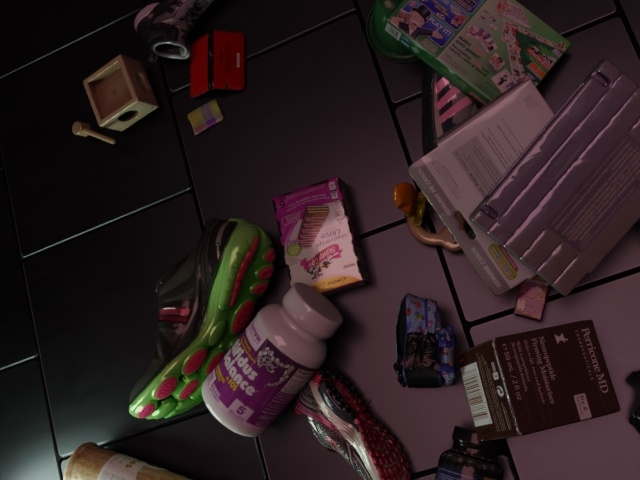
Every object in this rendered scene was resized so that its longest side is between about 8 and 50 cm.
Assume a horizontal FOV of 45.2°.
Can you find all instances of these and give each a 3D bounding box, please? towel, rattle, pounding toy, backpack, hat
[{"bbox_3d":[-0.272,-0.292,1.819,0.083,0.009,0.060,-29,72,11],"label":"towel"},{"bbox_3d":[0.252,-0.040,1.531,0.130,0.143,0.200,-37,64,-10],"label":"rattle"},{"bbox_3d":[-0.499,-0.311,1.861,0.206,0.094,0.181,-28,78,22],"label":"pounding toy"},{"bbox_3d":[0.205,0.192,1.500,0.116,0.158,0.174,-1,68,10],"label":"backpack"},{"bbox_3d":[0.151,-0.498,1.617,0.208,0.183,0.173,43,96,20],"label":"hat"}]

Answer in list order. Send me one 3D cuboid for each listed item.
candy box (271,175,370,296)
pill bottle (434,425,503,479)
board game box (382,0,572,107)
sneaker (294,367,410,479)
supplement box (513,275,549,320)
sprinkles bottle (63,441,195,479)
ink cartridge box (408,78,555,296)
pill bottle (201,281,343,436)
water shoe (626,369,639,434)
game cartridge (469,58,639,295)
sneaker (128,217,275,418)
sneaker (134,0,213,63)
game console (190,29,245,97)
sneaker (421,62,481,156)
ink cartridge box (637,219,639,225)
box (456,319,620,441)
[{"bbox_3d":[0.000,0.000,1.641,0.159,0.071,0.234,-18,76,15],"label":"candy box"},{"bbox_3d":[0.271,0.466,1.436,0.122,0.123,0.219,12,80,20],"label":"pill bottle"},{"bbox_3d":[0.314,-0.410,1.546,0.317,0.046,0.213,40,76,5],"label":"board game box"},{"bbox_3d":[0.067,0.400,1.534,0.112,0.120,0.299,-49,62,22],"label":"sneaker"},{"bbox_3d":[0.412,0.111,1.496,0.054,0.043,0.083,14,85,20],"label":"supplement box"},{"bbox_3d":[-0.375,0.538,1.648,0.355,0.121,0.121,12,84,20],"label":"sprinkles bottle"},{"bbox_3d":[0.355,-0.097,1.449,0.271,0.130,0.310,-34,95,10],"label":"ink cartridge box"},{"bbox_3d":[-0.093,0.237,1.560,0.169,0.169,0.302,43,104,20],"label":"pill bottle"},{"bbox_3d":[0.604,0.334,1.389,0.080,0.072,0.203,-12,76,44],"label":"water shoe"},{"bbox_3d":[0.460,-0.103,1.344,0.230,0.068,0.355,39,98,-7],"label":"game cartridge"},{"bbox_3d":[-0.271,0.169,1.673,0.202,0.185,0.483,28,87,39],"label":"sneaker"},{"bbox_3d":[-0.314,-0.521,1.815,0.268,0.101,0.153,-29,62,18],"label":"sneaker"},{"bbox_3d":[-0.245,-0.415,1.829,0.124,0.085,0.144,1,80,-13],"label":"game console"},{"bbox_3d":[0.282,-0.290,1.596,0.131,0.112,0.319,4,77,-7],"label":"sneaker"},{"bbox_3d":[0.673,-0.095,1.402,0.207,0.119,0.354,-38,71,9],"label":"ink cartridge box"},{"bbox_3d":[0.380,0.252,1.373,0.203,0.167,0.169,-9,74,-16],"label":"box"}]
